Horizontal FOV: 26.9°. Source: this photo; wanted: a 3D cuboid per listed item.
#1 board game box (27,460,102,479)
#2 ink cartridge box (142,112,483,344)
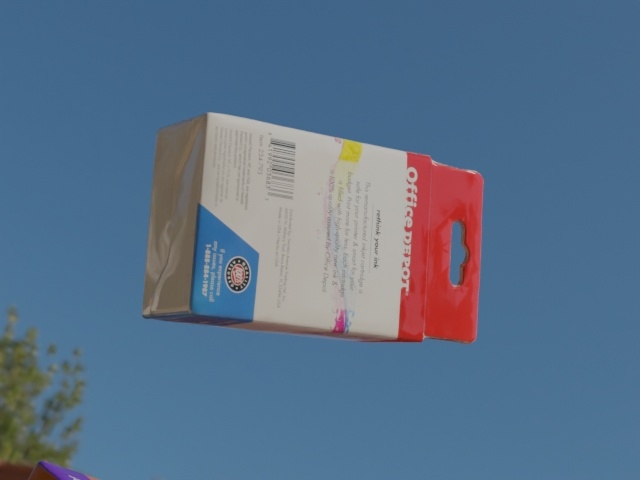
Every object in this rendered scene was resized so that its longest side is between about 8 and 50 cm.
[{"bbox_3d":[-0.080,0.437,1.016,0.356,0.356,0.356,25,-4,45],"label":"board game box"},{"bbox_3d":[0.000,0.000,0.930,0.231,0.134,0.078,10,-11,-31],"label":"ink cartridge box"}]
